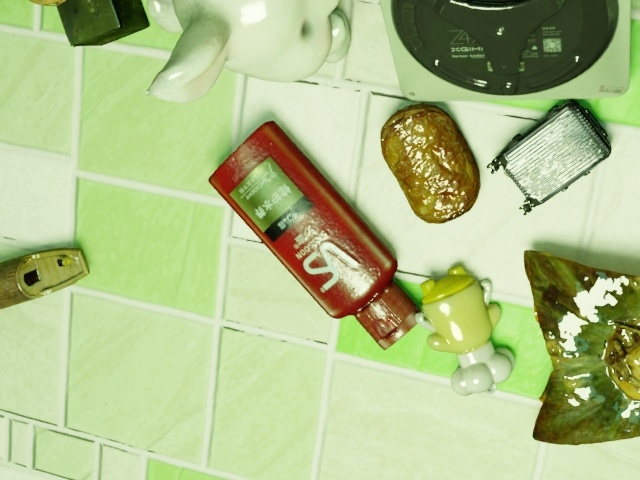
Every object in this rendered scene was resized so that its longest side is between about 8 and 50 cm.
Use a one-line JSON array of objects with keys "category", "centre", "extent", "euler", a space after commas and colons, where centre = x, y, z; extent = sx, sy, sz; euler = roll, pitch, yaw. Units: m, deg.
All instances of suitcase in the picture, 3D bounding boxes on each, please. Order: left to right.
[{"category": "suitcase", "centre": [0.265, -0.097, 1.129], "extent": [0.126, 0.059, 0.086], "euler": [-38, 92, 23]}]

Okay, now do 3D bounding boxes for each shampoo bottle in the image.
[{"category": "shampoo bottle", "centre": [0.000, 0.000, 1.231], "extent": [0.118, 0.076, 0.314], "euler": [-42, 89, 14]}]

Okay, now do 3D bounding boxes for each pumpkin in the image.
[{"category": "pumpkin", "centre": [0.382, 0.138, 1.135], "extent": [0.290, 0.095, 0.258], "euler": [1, 108, 21]}]

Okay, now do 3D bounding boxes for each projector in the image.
[{"category": "projector", "centre": [0.193, -0.248, 1.033], "extent": [0.257, 0.079, 0.259], "euler": [2, 144, 18]}]

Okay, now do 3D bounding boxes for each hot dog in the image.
[{"category": "hot dog", "centre": [0.129, -0.092, 1.171], "extent": [0.099, 0.065, 0.147], "euler": [-29, 94, 23]}]

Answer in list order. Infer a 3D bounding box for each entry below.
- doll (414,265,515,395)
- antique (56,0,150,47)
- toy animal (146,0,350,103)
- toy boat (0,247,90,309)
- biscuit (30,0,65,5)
[{"category": "doll", "centre": [0.179, 0.115, 1.208], "extent": [0.106, 0.062, 0.162], "euler": [-24, 93, -11]}, {"category": "antique", "centre": [-0.298, -0.360, 1.231], "extent": [0.080, 0.081, 0.220], "euler": [-16, 98, 20]}, {"category": "toy animal", "centre": [-0.096, -0.261, 1.049], "extent": [0.241, 0.367, 0.196], "euler": [-7, 105, 8]}, {"category": "toy boat", "centre": [-0.421, 0.059, 1.377], "extent": [0.226, 0.088, 0.068], "euler": [-15, 98, 22]}, {"category": "biscuit", "centre": [-0.402, -0.405, 1.203], "extent": [0.339, 0.047, 0.216], "euler": [46, 125, 23]}]
